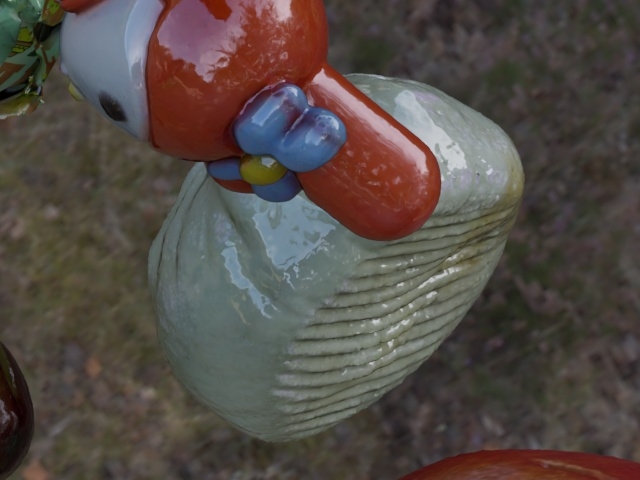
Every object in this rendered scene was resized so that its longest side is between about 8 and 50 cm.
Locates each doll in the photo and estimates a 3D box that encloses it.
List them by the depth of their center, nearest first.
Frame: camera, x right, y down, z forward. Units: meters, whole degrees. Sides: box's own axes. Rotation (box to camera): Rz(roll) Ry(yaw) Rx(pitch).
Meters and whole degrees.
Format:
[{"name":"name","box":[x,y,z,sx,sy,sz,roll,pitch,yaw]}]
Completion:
[{"name":"doll","box":[-0.060,-0.102,1.000,0.290,0.161,0.130,40,88,-17]}]

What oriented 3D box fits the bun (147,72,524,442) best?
[{"name":"bun","box":[0.000,0.000,1.697,0.365,0.365,0.219,-15,56,-46]}]

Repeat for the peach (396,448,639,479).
[{"name":"peach","box":[0.115,0.279,0.965,0.370,0.370,0.370,22,52,-31]}]

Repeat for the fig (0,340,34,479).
[{"name":"fig","box":[-0.334,0.092,1.571,0.191,0.191,0.290,-19,100,-46]}]

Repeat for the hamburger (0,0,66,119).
[{"name":"hamburger","box":[-0.274,-0.154,1.369,0.214,0.235,0.125,-27,70,-10]}]
